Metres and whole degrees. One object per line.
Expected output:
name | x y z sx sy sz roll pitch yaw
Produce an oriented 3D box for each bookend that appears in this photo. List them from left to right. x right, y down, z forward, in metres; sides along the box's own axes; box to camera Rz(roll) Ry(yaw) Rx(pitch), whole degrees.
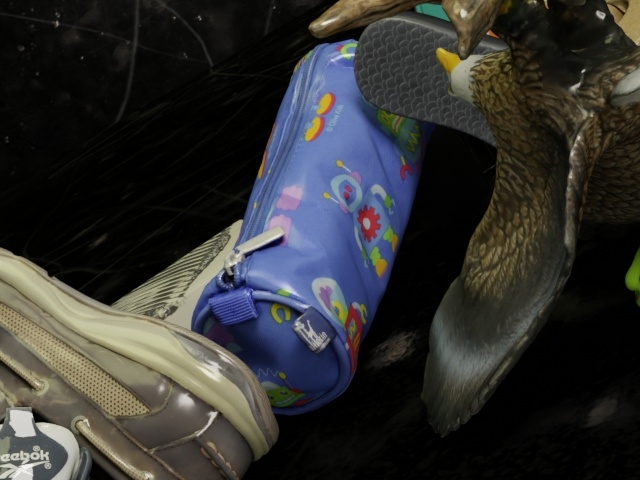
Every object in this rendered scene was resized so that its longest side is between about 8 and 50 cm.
bookend | 0.103 -0.114 1.292 0.072 0.156 0.157 -22 16 30

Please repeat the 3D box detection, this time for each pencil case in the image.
pencil case | -0.001 -0.022 1.100 0.119 0.133 0.306 -8 42 29

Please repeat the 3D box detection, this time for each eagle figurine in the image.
eagle figurine | 0.136 -0.050 0.869 0.226 0.298 0.225 -12 32 8

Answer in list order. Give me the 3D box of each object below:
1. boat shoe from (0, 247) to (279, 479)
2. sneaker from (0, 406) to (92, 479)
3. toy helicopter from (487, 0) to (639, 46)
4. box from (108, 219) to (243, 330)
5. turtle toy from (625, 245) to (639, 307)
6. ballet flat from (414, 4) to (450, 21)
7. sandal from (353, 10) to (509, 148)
boat shoe | -0.202 0.098 1.035 0.355 0.132 0.130 16 59 30
sneaker | -0.178 0.176 0.881 0.094 0.153 0.235 6 -2 -16
toy helicopter | 0.212 -0.187 1.228 0.235 0.140 0.355 -39 18 14
box | -0.138 0.099 1.185 0.275 0.094 0.113 -34 16 -12
turtle toy | 0.231 0.001 0.838 0.130 0.066 0.095 -40 13 13
ballet flat | 0.329 -0.270 1.428 0.482 0.164 0.182 -15 -1 33
sandal | 0.146 -0.098 1.051 0.054 0.254 0.097 -32 -35 -57
